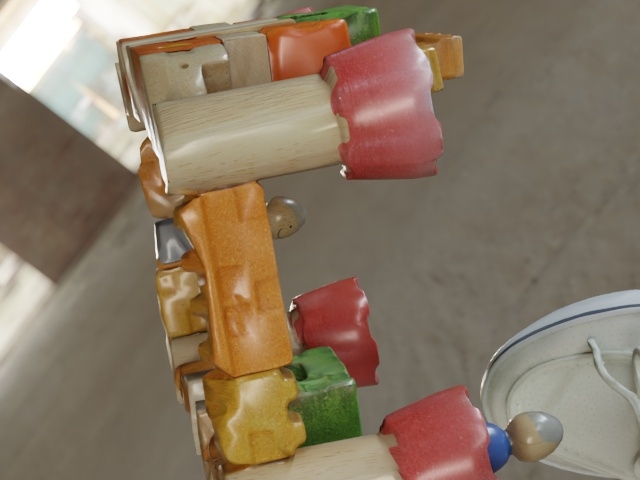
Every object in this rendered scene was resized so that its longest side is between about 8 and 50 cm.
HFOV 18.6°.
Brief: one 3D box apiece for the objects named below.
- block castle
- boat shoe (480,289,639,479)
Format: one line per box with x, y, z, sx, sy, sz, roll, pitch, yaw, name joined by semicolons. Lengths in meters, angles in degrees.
0.000;0.000;1.296;0.212;0.303;0.453;-11;10;-7;block castle
0.256;0.122;1.268;0.367;0.136;0.156;2;18;28;boat shoe
